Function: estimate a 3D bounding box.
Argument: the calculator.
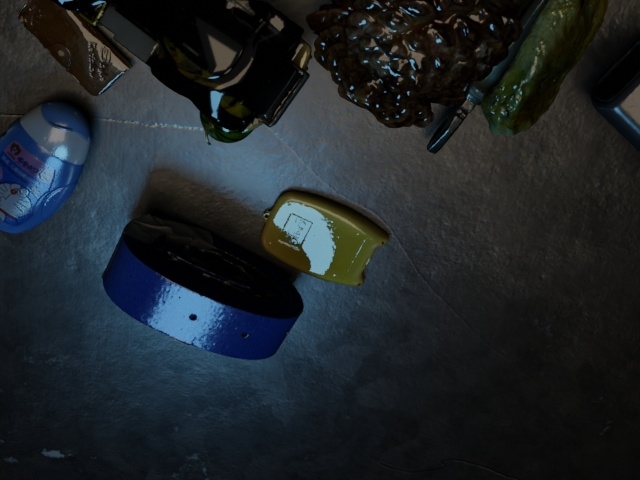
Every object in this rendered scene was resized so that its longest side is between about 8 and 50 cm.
[{"bbox_3d":[0.000,0.000,1.242,0.236,0.033,0.157,23,117,-9],"label":"calculator"}]

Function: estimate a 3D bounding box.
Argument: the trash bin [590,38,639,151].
[{"bbox_3d":[0.580,-0.175,1.030,0.290,0.209,0.182,39,115,-4],"label":"trash bin"}]

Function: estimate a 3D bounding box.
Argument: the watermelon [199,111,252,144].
[{"bbox_3d":[-0.154,-0.209,1.093,0.109,0.109,0.109,0,118,1],"label":"watermelon"}]

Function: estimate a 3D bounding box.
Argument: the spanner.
[{"bbox_3d":[0.270,-0.273,1.057,0.040,0.096,0.325,29,114,-13],"label":"spanner"}]

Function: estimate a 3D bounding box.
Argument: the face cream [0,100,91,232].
[{"bbox_3d":[-0.495,-0.131,1.154,0.149,0.083,0.264,37,112,-20],"label":"face cream"}]

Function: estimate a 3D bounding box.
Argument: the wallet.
[{"bbox_3d":[-0.403,-0.325,1.082,0.095,0.026,0.176,-34,111,20],"label":"wallet"}]

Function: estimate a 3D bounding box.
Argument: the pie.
[{"bbox_3d":[0.339,-0.271,0.979,0.078,0.277,0.277,38,115,15],"label":"pie"}]

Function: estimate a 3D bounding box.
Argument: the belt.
[{"bbox_3d":[-0.205,0.084,1.190,0.347,0.212,0.117,24,117,-15],"label":"belt"}]

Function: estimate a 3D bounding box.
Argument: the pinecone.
[{"bbox_3d":[0.137,-0.321,0.949,0.296,0.242,0.298,-34,144,2],"label":"pinecone"}]

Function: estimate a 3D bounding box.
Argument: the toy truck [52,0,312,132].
[{"bbox_3d":[-0.194,-0.326,0.953,0.405,0.254,0.181,37,103,-2],"label":"toy truck"}]
